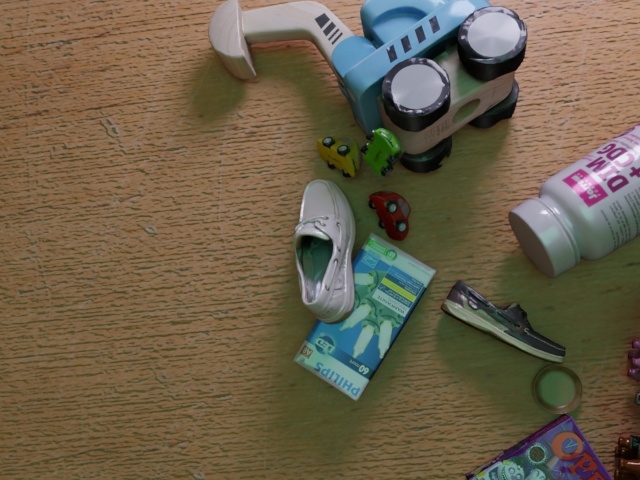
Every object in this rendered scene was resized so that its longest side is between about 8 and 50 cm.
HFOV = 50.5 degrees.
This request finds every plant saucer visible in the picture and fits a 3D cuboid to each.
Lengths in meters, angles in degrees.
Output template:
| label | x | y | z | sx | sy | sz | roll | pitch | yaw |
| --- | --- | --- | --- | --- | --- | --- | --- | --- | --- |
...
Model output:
| label | x | y | z | sx | sy | sz | roll | pitch | yaw |
| --- | --- | --- | --- | --- | --- | --- | --- | --- | --- |
| plant saucer | 0.411 | 0.258 | 1.178 | 0.083 | 0.015 | 0.083 | -1 | 84 | 5 |

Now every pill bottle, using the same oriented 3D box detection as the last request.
| label | x | y | z | sx | sy | sz | roll | pitch | yaw |
| --- | --- | --- | --- | --- | --- | --- | --- | --- | --- |
| pill bottle | 0.473 | -0.066 | 1.137 | 0.283 | 0.160 | 0.160 | -32 | 82 | 0 |

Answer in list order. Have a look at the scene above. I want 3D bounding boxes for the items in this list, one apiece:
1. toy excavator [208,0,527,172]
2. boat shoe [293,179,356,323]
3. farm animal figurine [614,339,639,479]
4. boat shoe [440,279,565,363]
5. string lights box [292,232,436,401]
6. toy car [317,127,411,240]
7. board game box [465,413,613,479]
| label | x | y | z | sx | sy | sz | roll | pitch | yaw |
| --- | --- | --- | --- | --- | --- | --- | --- | --- | --- |
| toy excavator | 0.075 | -0.331 | 1.201 | 0.433 | 0.222 | 0.445 | -33 | 68 | 0 |
| boat shoe | 0.000 | 0.000 | 1.159 | 0.098 | 0.096 | 0.277 | -23 | 55 | 25 |
| farm animal figurine | 0.565 | 0.261 | 1.020 | 0.172 | 0.327 | 0.330 | 9 | 102 | 18 |
| boat shoe | 0.321 | 0.138 | 1.167 | 0.223 | 0.080 | 0.073 | 25 | 91 | 11 |
| string lights box | 0.078 | 0.132 | 1.188 | 0.133 | 0.077 | 0.259 | 31 | 86 | 8 |
| toy car | 0.098 | -0.128 | 1.154 | 0.053 | 0.225 | 0.239 | -37 | 81 | -20 |
| board game box | 0.426 | 0.496 | 1.136 | 0.208 | 0.056 | 0.347 | -32 | 82 | -4 |
